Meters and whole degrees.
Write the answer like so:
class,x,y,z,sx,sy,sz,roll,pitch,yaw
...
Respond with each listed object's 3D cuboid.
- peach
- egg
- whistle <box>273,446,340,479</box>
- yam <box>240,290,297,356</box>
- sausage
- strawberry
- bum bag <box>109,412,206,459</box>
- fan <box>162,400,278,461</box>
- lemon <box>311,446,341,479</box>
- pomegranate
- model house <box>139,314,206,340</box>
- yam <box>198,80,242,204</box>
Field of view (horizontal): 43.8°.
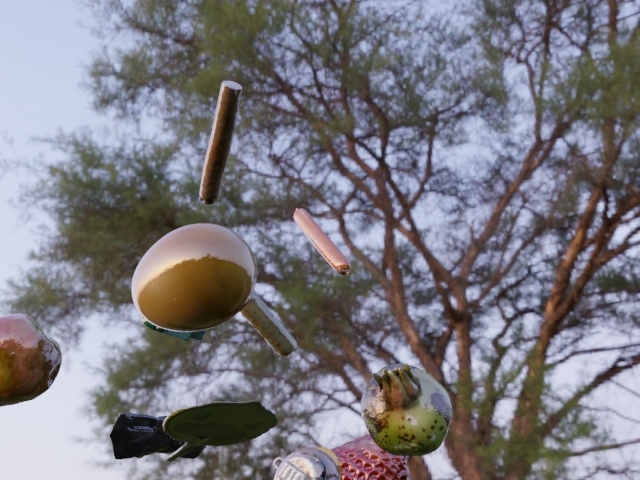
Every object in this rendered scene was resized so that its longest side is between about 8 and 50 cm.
class,x,y,z,sx,sy,sz,roll,pitch,yaw
peach,-0.736,0.300,1.888,0.235,0.214,0.214,-50,-35,-5
egg,-0.303,0.094,1.898,0.322,0.250,0.250,-26,-35,23
whistle,0.017,0.649,2.011,0.348,0.189,0.189,27,-12,32
yam,-0.200,0.172,2.221,0.083,0.083,0.371,-29,-77,38
sausage,0.000,0.000,2.454,0.053,0.348,0.053,-18,-47,-21
strawberry,0.113,0.700,2.516,0.336,0.149,0.265,-5,7,-21
bum bag,-0.419,0.526,2.128,0.310,0.074,0.137,11,-74,-32
fan,-0.229,0.392,1.631,0.229,0.011,0.335,22,-45,-35
lemon,-0.025,0.648,2.208,0.187,0.142,0.142,-19,-32,18
pomegranate,0.207,0.373,1.884,0.222,0.204,0.276,20,-58,32
model house,-0.421,0.144,2.573,0.230,0.280,0.249,21,-68,-7
yam,-0.196,-0.182,1.542,0.046,0.046,0.264,6,-58,-17
